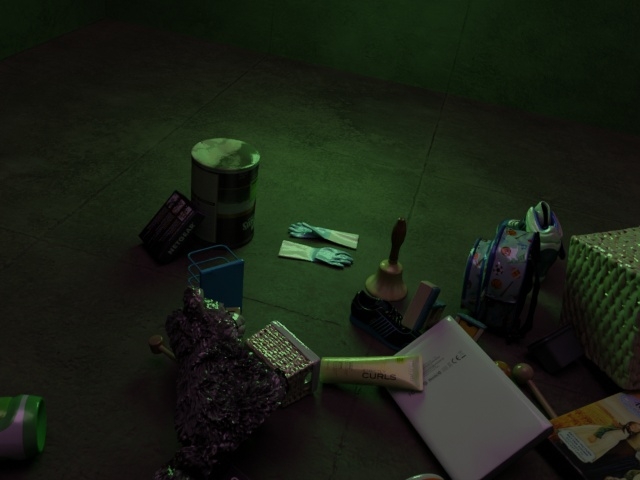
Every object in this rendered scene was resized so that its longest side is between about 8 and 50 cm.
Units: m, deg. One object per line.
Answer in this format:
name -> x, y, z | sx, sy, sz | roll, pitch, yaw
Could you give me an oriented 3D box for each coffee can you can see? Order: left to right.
coffee can -> -0.292, -0.140, 1.865 | 0.201, 0.275, 0.202 | 6, 34, -4

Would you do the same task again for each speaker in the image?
speaker -> -0.687, 0.363, 1.168 | 0.296, 0.131, 0.131 | -1, 35, -15

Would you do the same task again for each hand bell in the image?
hand bell -> 0.209, 0.039, 1.748 | 0.126, 0.242, 0.126 | 6, 33, -4

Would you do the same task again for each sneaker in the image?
sneaker -> 0.180, 0.213, 1.622 | 0.232, 0.091, 0.081 | 25, 37, 22
sneaker -> 0.680, -0.043, 1.985 | 0.130, 0.236, 0.323 | 5, 34, -6

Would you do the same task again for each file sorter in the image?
file sorter -> -0.276, 0.112, 1.594 | 0.118, 0.170, 0.104 | -16, 39, -33

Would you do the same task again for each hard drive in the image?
hard drive -> 0.307, 0.356, 1.384 | 0.233, 0.047, 0.353 | -35, 45, -4

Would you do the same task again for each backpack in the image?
backpack -> 0.511, 0.091, 1.725 | 0.213, 0.264, 0.276 | 17, 36, 12

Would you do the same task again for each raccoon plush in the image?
raccoon plush -> -0.250, 0.273, 1.182 | 0.299, 0.216, 0.446 | 47, 22, 2

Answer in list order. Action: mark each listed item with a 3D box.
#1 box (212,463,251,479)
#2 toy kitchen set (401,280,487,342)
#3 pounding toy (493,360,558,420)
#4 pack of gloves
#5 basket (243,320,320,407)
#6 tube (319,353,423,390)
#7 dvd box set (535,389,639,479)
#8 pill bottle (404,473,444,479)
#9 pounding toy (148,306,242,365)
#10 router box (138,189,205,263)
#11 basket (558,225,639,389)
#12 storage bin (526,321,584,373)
box -> -0.153, 0.569, 1.041 | 0.295, 0.073, 0.293 | 31, 40, 28
toy kitchen set -> 0.333, 0.193, 1.587 | 0.166, 0.122, 0.207 | 28, 10, 25
pounding toy -> 0.441, 0.349, 1.467 | 0.236, 0.110, 0.183 | -3, 36, -17
pack of gloves -> 0.000, 0.000, 1.934 | 0.232, 0.046, 0.195 | 11, 33, 3
basket -> -0.094, 0.287, 1.430 | 0.103, 0.113, 0.167 | -25, 46, -37
tube -> 0.120, 0.304, 1.448 | 0.240, 0.070, 0.062 | 0, 3, 10
dvd box set -> 0.728, 0.484, 1.379 | 0.420, 0.062, 0.308 | -10, 38, -25
pill bottle -> 0.214, 0.547, 1.112 | 0.121, 0.121, 0.221 | -3, 36, -17
pounding toy -> -0.293, 0.257, 1.454 | 0.205, 0.094, 0.181 | -2, 39, -1
router box -> -0.432, -0.040, 1.792 | 0.133, 0.179, 0.046 | 40, 1, 37
basket -> 0.823, 0.167, 1.597 | 0.266, 0.332, 0.328 | -6, 22, -12
storage bin -> 0.620, 0.288, 1.628 | 0.135, 0.098, 0.091 | -17, 69, -34
